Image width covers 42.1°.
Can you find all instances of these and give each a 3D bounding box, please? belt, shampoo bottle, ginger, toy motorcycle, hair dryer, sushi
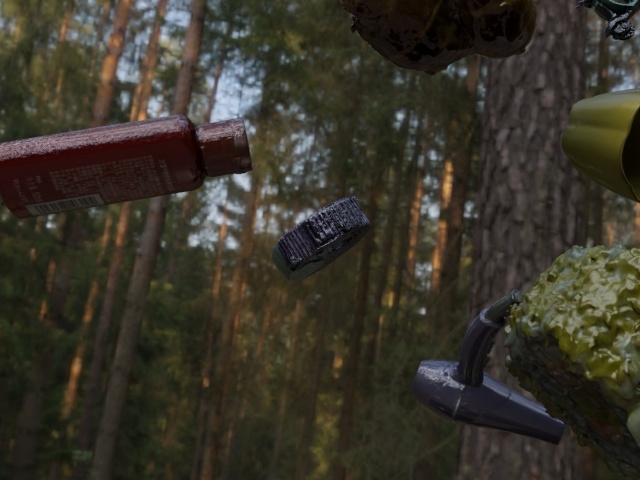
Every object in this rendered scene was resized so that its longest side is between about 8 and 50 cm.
[{"bbox_3d":[0.000,0.000,2.172,0.260,0.122,0.325,-32,-8,-13],"label":"belt"},{"bbox_3d":[-0.246,-0.098,1.054,0.314,0.076,0.118,-10,-40,-1],"label":"shampoo bottle"},{"bbox_3d":[0.201,-0.397,1.358,0.358,0.152,0.274,-10,-32,-6],"label":"ginger"},{"bbox_3d":[0.493,-0.398,1.345,0.100,0.173,0.058,35,-13,16],"label":"toy motorcycle"},{"bbox_3d":[0.337,0.232,1.557,0.301,0.121,0.361,18,-45,15],"label":"hair dryer"},{"bbox_3d":[0.483,0.195,1.300,0.396,0.240,0.351,47,-11,-9],"label":"sushi"}]

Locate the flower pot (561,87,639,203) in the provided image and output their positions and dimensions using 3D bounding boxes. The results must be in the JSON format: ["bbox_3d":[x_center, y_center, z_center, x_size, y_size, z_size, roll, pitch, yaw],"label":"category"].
[{"bbox_3d":[0.518,-0.169,1.413,0.195,0.195,0.179,12,8,-29],"label":"flower pot"}]
